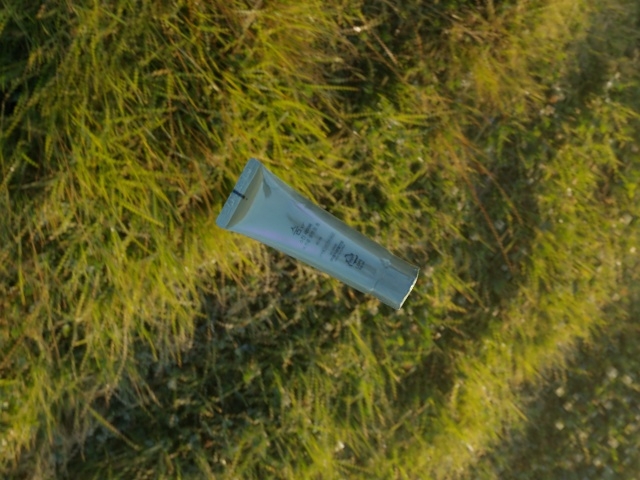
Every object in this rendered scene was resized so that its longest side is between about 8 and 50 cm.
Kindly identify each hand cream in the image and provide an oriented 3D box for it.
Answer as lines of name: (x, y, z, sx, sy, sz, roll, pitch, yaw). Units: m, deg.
hand cream: (0.000, 0.000, 0.868, 0.204, 0.050, 0.078, 30, 98, 0)
